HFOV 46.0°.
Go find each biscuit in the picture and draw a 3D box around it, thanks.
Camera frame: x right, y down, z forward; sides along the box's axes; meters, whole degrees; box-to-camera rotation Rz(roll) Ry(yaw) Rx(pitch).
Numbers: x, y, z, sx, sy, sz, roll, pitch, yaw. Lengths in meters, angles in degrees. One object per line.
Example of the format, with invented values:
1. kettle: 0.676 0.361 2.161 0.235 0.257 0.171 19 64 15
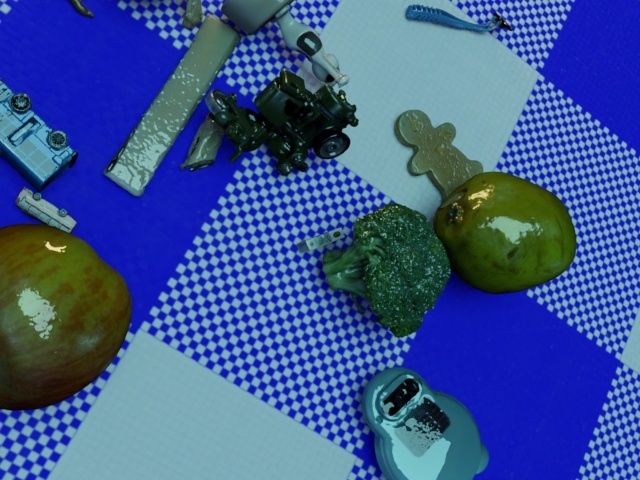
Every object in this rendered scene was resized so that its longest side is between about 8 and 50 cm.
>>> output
1. biscuit: 0.253 -0.190 1.649 0.234 0.030 0.153 44 68 -10

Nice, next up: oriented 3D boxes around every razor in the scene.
1. razor: 0.313 -0.505 1.720 0.253 0.042 0.082 2 38 -21

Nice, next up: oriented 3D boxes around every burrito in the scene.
1. burrito: -0.216 -0.193 1.451 0.055 0.041 0.149 24 76 -3

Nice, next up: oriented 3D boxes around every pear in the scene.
1. pear: 0.378 -0.012 1.545 0.321 0.269 0.269 12 76 -42

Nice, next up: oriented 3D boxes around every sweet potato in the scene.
1. sweet potato: -0.467 -0.457 1.400 0.026 0.026 0.115 -45 101 -22

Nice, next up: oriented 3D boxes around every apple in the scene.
1. apple: -0.445 0.114 1.188 0.301 0.301 0.302 4 80 -22

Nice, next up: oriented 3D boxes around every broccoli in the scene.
1. broccoli: 0.130 0.053 1.465 0.241 0.269 0.262 -11 109 10

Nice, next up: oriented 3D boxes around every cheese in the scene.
1. cheese: -0.277 -0.265 1.444 0.085 0.034 0.400 34 71 -19

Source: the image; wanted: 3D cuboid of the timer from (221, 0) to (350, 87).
1. timer: -0.047 -0.409 1.493 0.175 0.175 0.266 -46 104 -22

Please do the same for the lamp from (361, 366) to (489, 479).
1. lamp: 0.193 0.376 1.466 0.209 0.147 0.284 -40 106 -25

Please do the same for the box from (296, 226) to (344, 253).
1. box: 0.000 0.000 1.501 0.083 0.054 0.024 -22 94 -24

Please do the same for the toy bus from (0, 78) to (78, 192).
1. toy bus: -0.518 -0.180 1.298 0.185 0.090 0.106 45 70 -10

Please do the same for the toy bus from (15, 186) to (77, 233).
1. toy bus: -0.482 -0.049 1.323 0.110 0.031 0.043 35 77 -14

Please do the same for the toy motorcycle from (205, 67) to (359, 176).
1. toy motorcycle: -0.067 -0.229 1.419 0.275 0.205 0.127 25 36 -42

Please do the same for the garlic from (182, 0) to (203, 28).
1. garlic: -0.274 -0.515 1.409 0.245 0.245 0.253 -36 127 -23
